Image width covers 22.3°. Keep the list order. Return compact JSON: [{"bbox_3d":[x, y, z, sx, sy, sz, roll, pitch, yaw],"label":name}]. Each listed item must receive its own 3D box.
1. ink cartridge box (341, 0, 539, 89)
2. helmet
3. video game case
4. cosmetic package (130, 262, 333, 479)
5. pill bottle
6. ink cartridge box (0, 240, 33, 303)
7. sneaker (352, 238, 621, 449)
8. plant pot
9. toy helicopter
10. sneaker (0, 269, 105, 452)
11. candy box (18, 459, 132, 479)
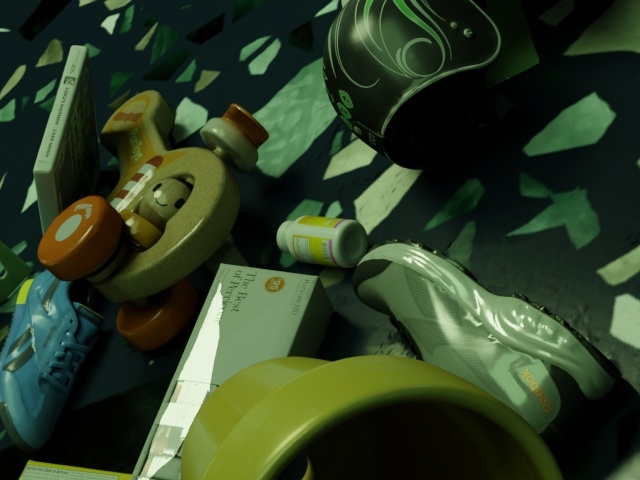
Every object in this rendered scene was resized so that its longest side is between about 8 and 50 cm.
[{"bbox_3d":[0.109,-0.223,1.577,0.171,0.056,0.235,-26,39,18],"label":"ink cartridge box"},{"bbox_3d":[0.085,-0.161,1.444,0.169,0.169,0.162,-34,54,10],"label":"helmet"},{"bbox_3d":[-0.255,-0.072,1.652,0.022,0.190,0.173,6,51,3],"label":"video game case"},{"bbox_3d":[-0.075,0.135,1.369,0.098,0.060,0.239,8,57,21],"label":"cosmetic package"},{"bbox_3d":[0.000,0.000,1.465,0.083,0.043,0.043,7,59,44],"label":"pill bottle"},{"bbox_3d":[-0.418,0.066,1.706,0.209,0.109,0.062,-47,39,-6],"label":"ink cartridge box"},{"bbox_3d":[0.104,0.080,1.261,0.108,0.100,0.271,-53,40,-6],"label":"sneaker"},{"bbox_3d":[0.013,0.190,1.137,0.254,0.254,0.239,-47,22,-6],"label":"plant pot"},{"bbox_3d":[-0.154,-0.071,1.599,0.235,0.140,0.355,-40,29,9],"label":"toy helicopter"},{"bbox_3d":[-0.256,0.106,1.564,0.082,0.069,0.209,-18,44,22],"label":"sneaker"},{"bbox_3d":[-0.207,0.251,1.418,0.205,0.027,0.105,0,51,40],"label":"candy box"}]
